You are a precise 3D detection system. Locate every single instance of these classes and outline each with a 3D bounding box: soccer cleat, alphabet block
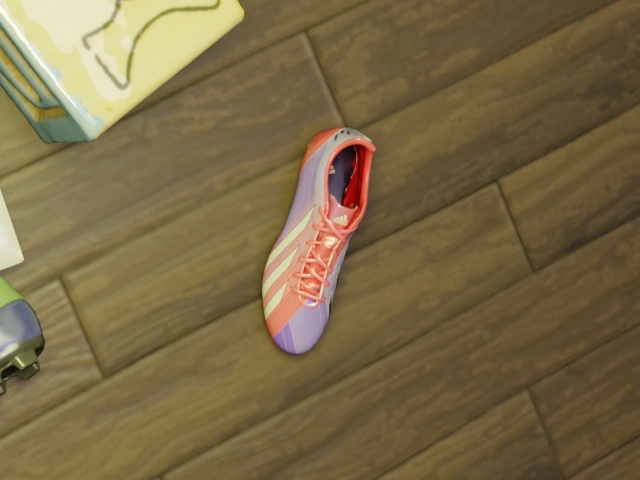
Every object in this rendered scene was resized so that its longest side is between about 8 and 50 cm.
[{"bbox_3d":[-0.410,0.131,1.660,0.289,0.093,0.121,-27,78,-16],"label":"soccer cleat"},{"bbox_3d":[0.000,0.000,1.809,0.083,0.095,0.248,16,86,-23],"label":"soccer cleat"},{"bbox_3d":[-0.224,-0.225,1.650,0.197,0.193,0.192,-40,108,-16],"label":"alphabet block"}]

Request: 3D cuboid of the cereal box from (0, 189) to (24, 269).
[{"bbox_3d":[-0.427,-0.021,1.653,0.240,0.047,0.173,-21,101,-21],"label":"cereal box"}]
